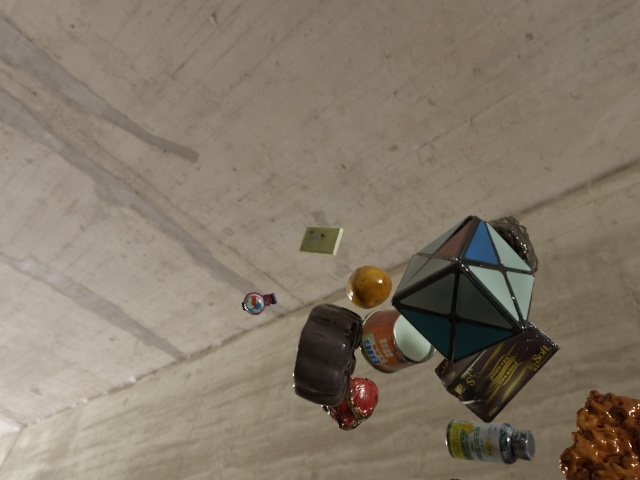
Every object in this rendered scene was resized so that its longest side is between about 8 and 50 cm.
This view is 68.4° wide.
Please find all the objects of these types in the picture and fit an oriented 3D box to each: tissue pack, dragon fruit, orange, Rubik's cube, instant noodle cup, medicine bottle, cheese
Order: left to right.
[{"bbox_3d":[-0.244,0.247,1.874,0.145,0.038,0.095,-16,-89,8],"label":"cheese"},{"bbox_3d":[0.116,0.610,1.698,0.218,0.148,0.224,2,-48,-16],"label":"dragon fruit"},{"bbox_3d":[0.162,0.154,1.602,0.159,0.136,0.159,-18,-35,-13],"label":"orange"},{"bbox_3d":[0.338,0.411,1.990,0.296,0.296,0.214,27,-28,-17],"label":"instant noodle cup"},{"bbox_3d":[0.374,0.125,1.233,0.246,0.250,0.248,45,-47,-5],"label":"Rubik's cube"},{"bbox_3d":[0.616,0.732,1.714,0.293,0.141,0.141,-12,-47,37],"label":"medicine bottle"},{"bbox_3d":[0.600,0.407,1.627,0.210,0.198,0.370,40,-86,-3],"label":"tissue pack"}]

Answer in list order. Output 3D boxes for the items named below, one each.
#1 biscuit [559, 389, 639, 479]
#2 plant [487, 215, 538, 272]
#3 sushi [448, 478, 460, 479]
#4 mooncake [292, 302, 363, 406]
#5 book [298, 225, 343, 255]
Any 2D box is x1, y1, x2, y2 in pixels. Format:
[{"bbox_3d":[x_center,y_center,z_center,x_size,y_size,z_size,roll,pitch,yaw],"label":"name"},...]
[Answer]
[{"bbox_3d":[0.804,0.547,1.186,0.318,0.312,0.110,13,-48,38],"label":"biscuit"},{"bbox_3d":[0.575,0.038,1.523,0.213,0.312,0.215,-23,-92,25],"label":"plant"},{"bbox_3d":[0.415,0.822,1.440,0.179,0.167,0.296,25,-32,-29],"label":"sushi"},{"bbox_3d":[0.029,0.346,1.439,0.154,0.306,0.306,14,-42,14],"label":"mooncake"},{"bbox_3d":[0.000,0.000,1.209,0.111,0.077,0.014,4,-24,34],"label":"book"}]
